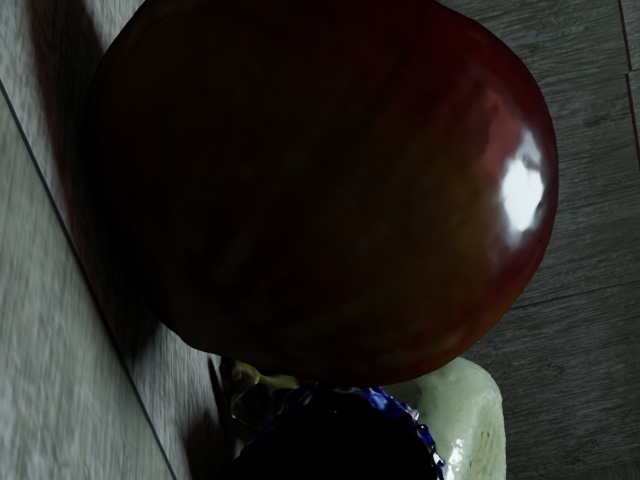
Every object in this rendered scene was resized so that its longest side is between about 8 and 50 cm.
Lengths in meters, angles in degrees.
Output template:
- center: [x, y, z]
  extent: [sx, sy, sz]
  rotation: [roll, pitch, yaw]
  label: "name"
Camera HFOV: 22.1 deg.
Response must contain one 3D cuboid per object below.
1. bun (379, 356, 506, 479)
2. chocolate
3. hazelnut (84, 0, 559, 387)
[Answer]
- center: [0.057, 0.195, 1.204]
  extent: [0.231, 0.133, 0.231]
  rotation: [9, 90, -71]
  label: "bun"
- center: [0.002, 0.109, 0.983]
  extent: [0.148, 0.126, 0.343]
  rotation: [34, 8, -6]
  label: "chocolate"
- center: [-0.001, -0.029, 0.794]
  extent: [0.229, 0.229, 0.229]
  rotation: [-13, 90, -85]
  label: "hazelnut"
